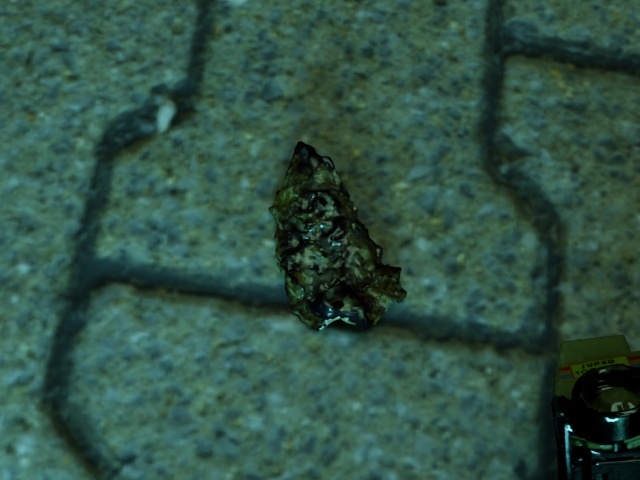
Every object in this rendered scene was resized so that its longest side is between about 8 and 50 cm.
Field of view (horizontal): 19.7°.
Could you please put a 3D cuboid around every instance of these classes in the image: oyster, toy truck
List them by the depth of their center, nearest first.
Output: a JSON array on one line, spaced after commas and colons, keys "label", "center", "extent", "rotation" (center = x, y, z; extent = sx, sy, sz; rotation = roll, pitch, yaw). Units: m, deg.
[{"label": "toy truck", "center": [0.260, 0.105, 1.036], "extent": [0.257, 0.127, 0.127], "rotation": [-5, 29, 8]}, {"label": "oyster", "center": [0.000, -0.001, 1.145], "extent": [0.086, 0.029, 0.132], "rotation": [-29, 65, -28]}]
